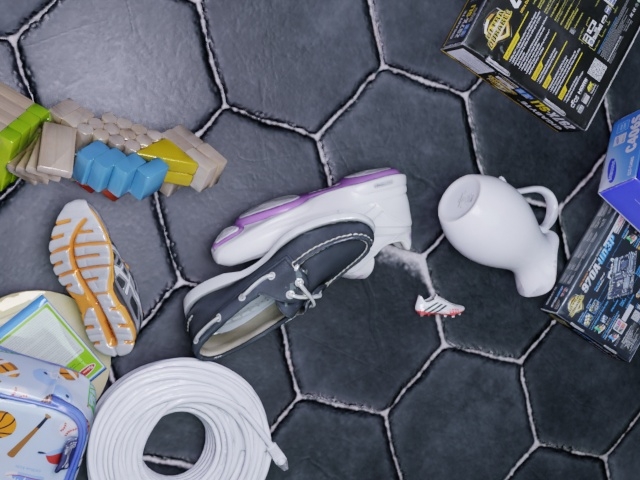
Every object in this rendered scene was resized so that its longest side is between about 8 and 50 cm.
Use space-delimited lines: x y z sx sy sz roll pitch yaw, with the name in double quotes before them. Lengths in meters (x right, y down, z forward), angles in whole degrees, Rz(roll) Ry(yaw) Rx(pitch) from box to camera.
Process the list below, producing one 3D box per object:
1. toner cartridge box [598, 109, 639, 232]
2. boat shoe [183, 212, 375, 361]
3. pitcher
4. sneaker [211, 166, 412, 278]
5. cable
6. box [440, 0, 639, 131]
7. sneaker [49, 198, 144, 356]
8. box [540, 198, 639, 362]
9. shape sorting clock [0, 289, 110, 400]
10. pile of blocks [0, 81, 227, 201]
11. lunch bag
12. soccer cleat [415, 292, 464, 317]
"toner cartridge box" 0.604 -0.045 1.490 0.348 0.075 0.165 38 52 -20
"boat shoe" -0.051 0.068 1.216 0.302 0.091 0.114 -32 138 22
"pitcher" 0.285 -0.035 1.397 0.207 0.125 0.177 33 64 -31
"sneaker" 0.000 0.000 1.287 0.305 0.114 0.152 -18 101 -17
"cable" -0.197 0.285 1.265 0.257 0.089 0.257 -25 103 -15
"box" 0.370 -0.366 1.400 0.257 0.079 0.322 29 86 -19
"sneaker" -0.288 0.043 1.195 0.084 0.083 0.215 -5 113 15
"box" 0.490 0.066 1.509 0.175 0.051 0.220 32 85 -21
"shape sorting clock" -0.382 0.165 1.206 0.206 0.040 0.206 -4 100 -24
"pile of blocks" -0.307 -0.092 1.153 0.362 0.149 0.112 13 133 -18
"lunch bag" -0.435 0.251 1.127 0.303 0.115 0.243 20 109 -13
"soccer cleat" 0.186 0.100 1.415 0.083 0.029 0.035 1 100 -16
